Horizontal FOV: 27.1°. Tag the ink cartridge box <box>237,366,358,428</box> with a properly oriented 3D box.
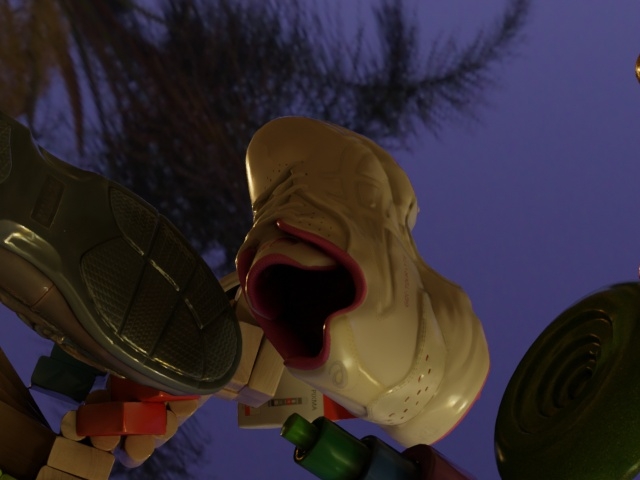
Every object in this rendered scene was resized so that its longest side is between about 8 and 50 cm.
[{"bbox_3d":[-0.018,0.133,1.477,0.179,0.045,0.145,-12,-105,40],"label":"ink cartridge box"}]

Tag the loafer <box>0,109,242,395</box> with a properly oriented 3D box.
[{"bbox_3d":[-0.162,0.004,0.786,0.084,0.267,0.096,-21,-144,44],"label":"loafer"}]

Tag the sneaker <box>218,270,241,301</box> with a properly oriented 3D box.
[{"bbox_3d":[0.009,0.091,1.189,0.079,0.217,0.121,-59,-140,28],"label":"sneaker"}]

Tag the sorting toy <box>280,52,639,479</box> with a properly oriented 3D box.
[{"bbox_3d":[0.104,0.031,0.600,0.365,0.126,0.127,-44,-162,35],"label":"sorting toy"}]

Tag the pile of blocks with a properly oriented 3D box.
[{"bbox_3d":[-0.169,0.115,0.890,0.362,0.112,0.149,-35,-94,-18],"label":"pile of blocks"}]

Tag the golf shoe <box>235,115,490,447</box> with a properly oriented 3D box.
[{"bbox_3d":[0.000,0.000,0.889,0.115,0.140,0.306,-52,-139,19],"label":"golf shoe"}]

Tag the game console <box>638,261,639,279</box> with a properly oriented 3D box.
[{"bbox_3d":[0.419,0.094,0.768,0.342,0.387,0.060,-141,-108,-72],"label":"game console"}]
